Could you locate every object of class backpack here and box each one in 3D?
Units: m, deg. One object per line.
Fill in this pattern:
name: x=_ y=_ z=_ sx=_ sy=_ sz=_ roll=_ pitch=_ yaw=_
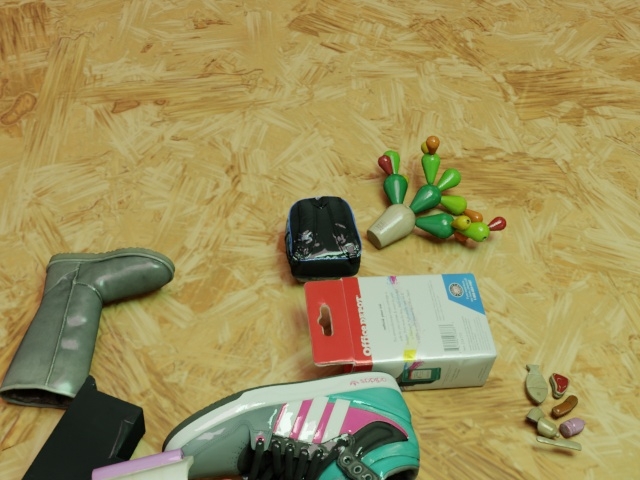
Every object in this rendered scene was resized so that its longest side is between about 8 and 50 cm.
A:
backpack: x=0.000 y=0.000 z=1.136 sx=0.105 sy=0.084 sz=0.114 roll=-3 pitch=55 yaw=-8

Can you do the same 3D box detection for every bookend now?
bookend: x=-0.227 y=0.256 z=0.906 sx=0.156 sy=0.072 sz=0.157 roll=18 pitch=50 yaw=8

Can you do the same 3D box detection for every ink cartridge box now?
ink cartridge box: x=0.096 y=0.120 z=1.052 sx=0.231 sy=0.078 sz=0.134 roll=-2 pitch=50 yaw=-8

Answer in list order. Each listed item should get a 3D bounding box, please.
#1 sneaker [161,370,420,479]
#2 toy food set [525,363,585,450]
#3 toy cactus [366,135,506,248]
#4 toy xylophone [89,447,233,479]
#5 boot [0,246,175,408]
sneaker: x=-0.012 y=0.258 z=0.895 sx=0.295 sy=0.124 sz=0.178 roll=-9 pitch=44 yaw=-22
toy food set: x=0.299 y=0.216 z=1.036 sx=0.078 sy=0.019 sz=0.122 roll=12 pitch=42 yaw=3
toy cactus: x=0.149 y=-0.054 z=1.200 sx=0.180 sy=0.112 sz=0.219 roll=-37 pitch=71 yaw=-20
toy xylophone: x=-0.182 y=0.361 z=0.756 sx=0.236 sy=0.081 sz=0.323 roll=-6 pitch=70 yaw=0
boot: x=-0.288 y=0.108 z=1.021 sx=0.189 sy=0.076 sz=0.208 roll=-6 pitch=43 yaw=7
